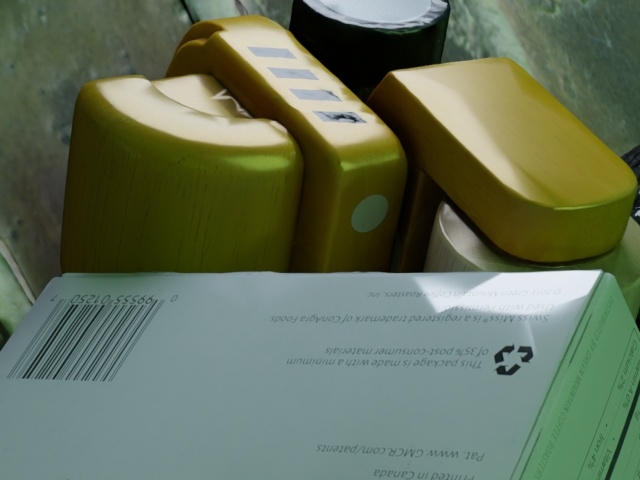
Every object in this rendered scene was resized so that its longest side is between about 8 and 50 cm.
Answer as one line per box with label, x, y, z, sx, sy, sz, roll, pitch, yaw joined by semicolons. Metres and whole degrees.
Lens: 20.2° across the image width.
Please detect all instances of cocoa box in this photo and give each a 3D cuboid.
cocoa box;-0.007;0.171;0.872;0.228;0.347;0.231;59;45;-33

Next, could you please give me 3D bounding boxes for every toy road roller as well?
toy road roller;0.000;0.000;1.007;0.240;0.203;0.329;-12;39;-29

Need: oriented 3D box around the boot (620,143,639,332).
boot;0.153;0.111;1.116;0.131;0.260;0.348;21;62;-35
